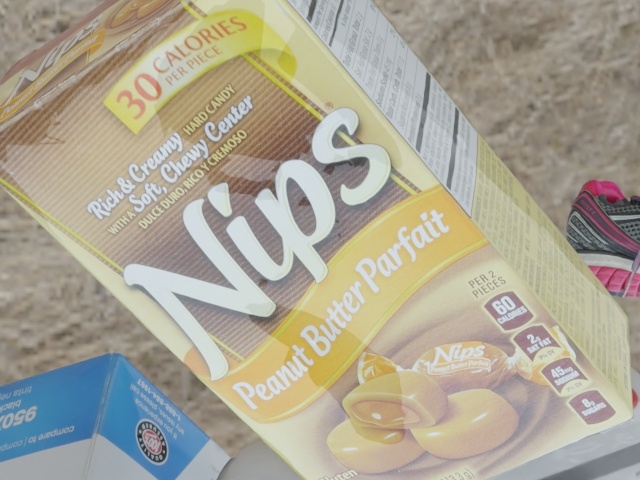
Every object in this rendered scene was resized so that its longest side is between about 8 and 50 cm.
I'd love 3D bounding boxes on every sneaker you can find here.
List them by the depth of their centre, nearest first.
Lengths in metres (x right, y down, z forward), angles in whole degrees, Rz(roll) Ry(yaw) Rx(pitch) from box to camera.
[{"bbox_3d":[0.356,0.006,1.331,0.299,0.112,0.121,7,180,37],"label":"sneaker"}]

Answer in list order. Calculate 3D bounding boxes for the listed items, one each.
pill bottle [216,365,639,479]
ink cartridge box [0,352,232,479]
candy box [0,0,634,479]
[{"bbox_3d":[0.053,0.209,0.951,0.363,0.210,0.210,-15,151,-24],"label":"pill bottle"},{"bbox_3d":[-0.187,0.343,1.216,0.166,0.394,0.285,-17,133,26],"label":"ink cartridge box"},{"bbox_3d":[0.000,0.000,0.739,0.183,0.087,0.316,-29,119,27],"label":"candy box"}]
